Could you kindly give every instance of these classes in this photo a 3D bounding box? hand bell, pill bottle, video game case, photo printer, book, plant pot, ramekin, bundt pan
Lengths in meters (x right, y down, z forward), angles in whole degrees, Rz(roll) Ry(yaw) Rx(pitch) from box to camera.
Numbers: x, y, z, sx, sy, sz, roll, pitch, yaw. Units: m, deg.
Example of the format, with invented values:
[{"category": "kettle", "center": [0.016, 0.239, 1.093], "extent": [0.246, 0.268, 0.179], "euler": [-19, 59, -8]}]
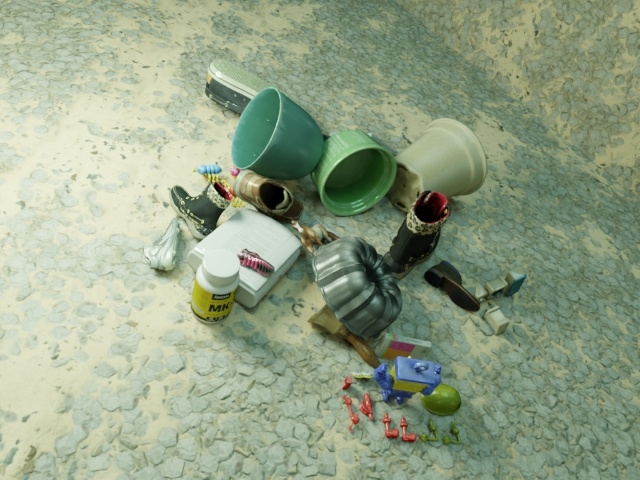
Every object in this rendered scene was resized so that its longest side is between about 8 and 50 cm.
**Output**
[{"category": "hand bell", "center": [0.087, 0.282, 1.588], "extent": [0.242, 0.126, 0.126], "euler": [46, 47, 4]}, {"category": "pill bottle", "center": [-0.288, 0.126, 1.481], "extent": [0.119, 0.208, 0.119], "euler": [11, 46, -12]}, {"category": "video game case", "center": [0.172, -0.384, 2.139], "extent": [0.212, 0.023, 0.193], "euler": [13, -6, 42]}, {"category": "photo printer", "center": [-0.217, 0.036, 1.669], "extent": [0.256, 0.107, 0.307], "euler": [32, 44, 9]}, {"category": "book", "center": [0.243, 0.321, 1.597], "extent": [0.144, 0.096, 0.035], "euler": [14, 44, -10]}, {"category": "plant pot", "center": [-0.133, -0.341, 1.861], "extent": [0.235, 0.293, 0.293], "euler": [22, 39, -36]}, {"category": "plant pot", "center": [0.420, -0.266, 2.102], "extent": [0.305, 0.334, 0.334], "euler": [-31, 65, -28]}, {"category": "video game case", "center": [-0.017, -0.020, 1.874], "extent": [0.087, 0.011, 0.122], "euler": [38, 46, 15]}, {"category": "ramekin", "center": [0.109, -0.251, 1.949], "extent": [0.303, 0.303, 0.148], "euler": [-7, 45, -28]}, {"category": "bundt pan", "center": [0.129, 0.124, 1.610], "extent": [0.331, 0.124, 0.331], "euler": [40, 30, -28]}]

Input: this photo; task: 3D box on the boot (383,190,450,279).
[{"category": "boot", "center": [0.359, -0.049, 1.860], "extent": [0.138, 0.284, 0.377], "euler": [40, 47, 16]}]

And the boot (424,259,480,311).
[{"category": "boot", "center": [0.478, 0.150, 1.868], "extent": [0.219, 0.082, 0.106], "euler": [39, 49, 18]}]

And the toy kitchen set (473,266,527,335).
[{"category": "toy kitchen set", "center": [0.646, 0.221, 1.873], "extent": [0.207, 0.122, 0.166], "euler": [-22, 58, -13]}]

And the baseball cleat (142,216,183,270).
[{"category": "baseball cleat", "center": [-0.476, 0.003, 1.621], "extent": [0.109, 0.072, 0.206], "euler": [2, 42, -8]}]

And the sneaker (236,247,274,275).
[{"category": "sneaker", "center": [-0.183, 0.057, 1.557], "extent": [0.119, 0.047, 0.057], "euler": [27, 32, 1]}]

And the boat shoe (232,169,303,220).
[{"category": "boat shoe", "center": [-0.148, -0.128, 1.759], "extent": [0.116, 0.123, 0.324], "euler": [20, -1, 35]}]

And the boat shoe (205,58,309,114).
[{"category": "boat shoe", "center": [-0.242, -0.540, 2.180], "extent": [0.500, 0.156, 0.187], "euler": [28, 37, -12]}]

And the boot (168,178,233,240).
[{"category": "boot", "center": [-0.377, -0.134, 1.704], "extent": [0.085, 0.179, 0.236], "euler": [-1, 46, -52]}]

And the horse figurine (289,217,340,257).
[{"category": "horse figurine", "center": [0.000, 0.000, 1.772], "extent": [0.174, 0.066, 0.263], "euler": [47, 21, 13]}]

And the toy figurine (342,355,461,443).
[{"category": "toy figurine", "center": [0.260, 0.405, 1.439], "extent": [0.362, 0.217, 0.191], "euler": [13, 45, -10]}]

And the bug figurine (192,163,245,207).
[{"category": "bug figurine", "center": [-0.296, -0.206, 1.836], "extent": [0.216, 0.072, 0.279], "euler": [-7, 32, -36]}]

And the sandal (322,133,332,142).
[{"category": "sandal", "center": [0.014, -0.350, 2.120], "extent": [0.445, 0.167, 0.107], "euler": [10, 87, -20]}]
